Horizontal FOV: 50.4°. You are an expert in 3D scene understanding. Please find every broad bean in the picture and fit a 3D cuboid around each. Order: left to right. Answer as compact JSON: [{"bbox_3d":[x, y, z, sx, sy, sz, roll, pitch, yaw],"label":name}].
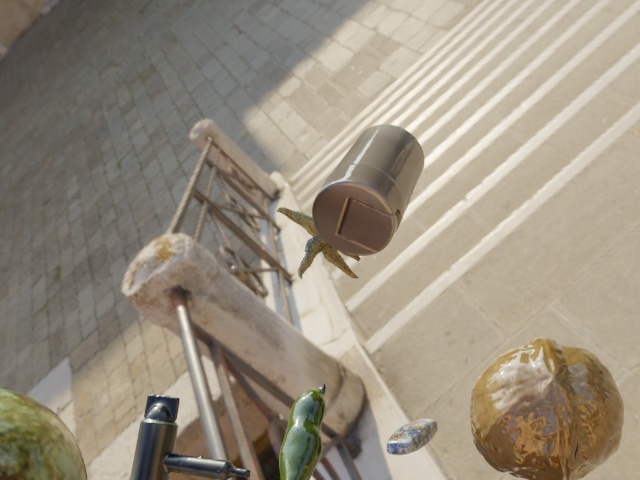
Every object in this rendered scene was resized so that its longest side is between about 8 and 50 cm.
[{"bbox_3d":[-0.051,0.376,1.157,0.098,0.056,0.318,5,47,30],"label":"broad bean"}]

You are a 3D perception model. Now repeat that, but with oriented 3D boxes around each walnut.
[{"bbox_3d":[0.459,0.350,1.397,0.307,0.343,0.305,-7,53,10],"label":"walnut"}]

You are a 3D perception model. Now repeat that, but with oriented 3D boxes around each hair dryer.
[{"bbox_3d":[-0.243,0.405,1.306,0.249,0.078,0.195,2,74,19],"label":"hair dryer"}]

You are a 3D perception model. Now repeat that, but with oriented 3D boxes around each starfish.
[{"bbox_3d":[0.001,-0.001,1.400,0.050,0.224,0.216,-33,28,54],"label":"starfish"}]

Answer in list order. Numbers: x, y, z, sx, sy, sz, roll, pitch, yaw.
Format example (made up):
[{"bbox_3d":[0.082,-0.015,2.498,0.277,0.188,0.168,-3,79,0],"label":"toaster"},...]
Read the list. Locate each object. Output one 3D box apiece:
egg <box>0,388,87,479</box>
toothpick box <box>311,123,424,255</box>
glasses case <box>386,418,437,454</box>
[{"bbox_3d":[-0.377,0.288,0.685,0.238,0.238,0.289,4,46,48],"label":"egg"},{"bbox_3d":[0.067,-0.071,0.902,0.111,0.111,0.180,-20,22,32],"label":"toothpick box"},{"bbox_3d":[0.265,0.562,1.957,0.087,0.248,0.065,-11,87,27],"label":"glasses case"}]
